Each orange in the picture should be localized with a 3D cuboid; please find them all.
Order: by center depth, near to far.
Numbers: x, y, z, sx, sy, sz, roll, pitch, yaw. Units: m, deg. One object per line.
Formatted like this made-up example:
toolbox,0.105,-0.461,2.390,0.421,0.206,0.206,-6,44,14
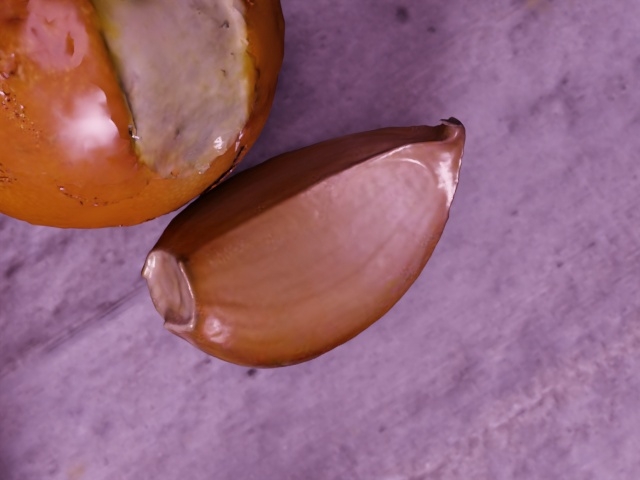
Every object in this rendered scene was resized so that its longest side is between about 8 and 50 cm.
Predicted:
orange,-0.137,-0.123,0.967,0.240,0.240,0.240,-1,85,6

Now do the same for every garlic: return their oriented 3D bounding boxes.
garlic,-0.005,-0.007,1.006,0.207,0.128,0.115,-32,39,-1
